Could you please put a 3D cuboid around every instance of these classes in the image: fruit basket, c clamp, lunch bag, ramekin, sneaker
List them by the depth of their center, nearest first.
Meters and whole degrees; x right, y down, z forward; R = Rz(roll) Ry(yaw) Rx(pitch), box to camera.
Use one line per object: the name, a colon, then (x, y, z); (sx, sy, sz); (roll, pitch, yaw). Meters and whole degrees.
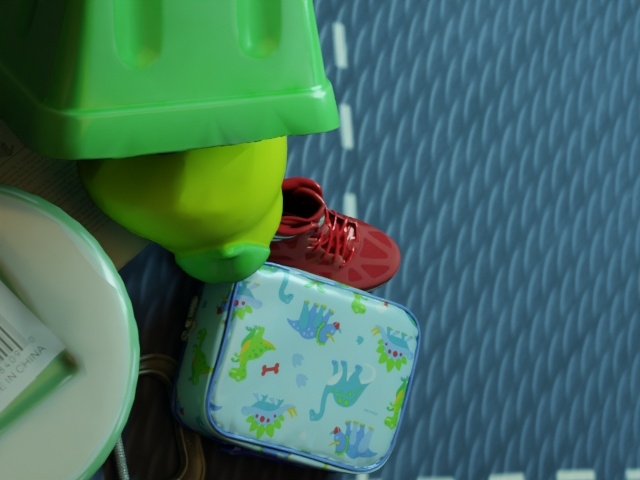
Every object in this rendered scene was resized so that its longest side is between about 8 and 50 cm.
ramekin: (-0.286, 0.092, 1.315); (0.303, 0.148, 0.303); (1, 85, -16)
fruit basket: (-0.152, -0.124, 1.344); (0.283, 0.392, 0.392); (-8, 85, -27)
c clamp: (-0.163, 0.181, 1.486); (0.137, 0.022, 0.161); (-2, 81, -32)
lunch bag: (-0.024, 0.119, 1.530); (0.219, 0.090, 0.176); (19, 80, -31)
sneaker: (0.000, 0.000, 1.556); (0.221, 0.128, 0.087); (8, 78, -28)

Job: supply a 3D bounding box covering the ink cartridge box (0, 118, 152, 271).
ink cartridge box: (-0.204, -0.110, 1.498); (0.275, 0.060, 0.239); (-42, 95, -29)
